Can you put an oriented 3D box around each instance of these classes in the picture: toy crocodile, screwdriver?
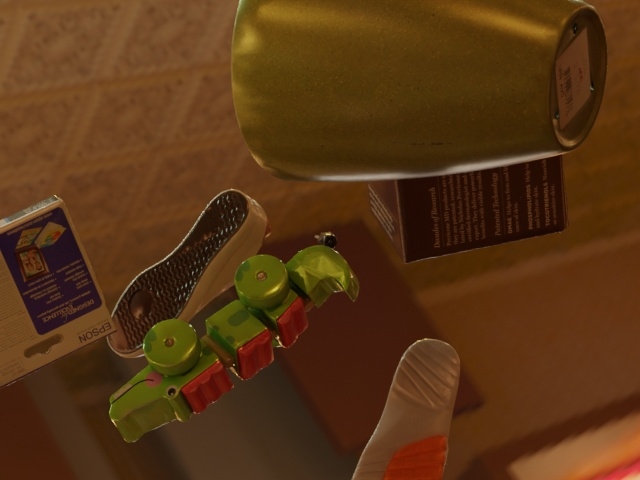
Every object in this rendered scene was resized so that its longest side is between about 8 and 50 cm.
[{"bbox_3d":[-0.104,0.123,2.042,0.340,0.105,0.115,-36,-33,-17],"label":"toy crocodile"},{"bbox_3d":[0.000,0.000,2.282,0.025,0.024,0.170,-36,6,-9],"label":"screwdriver"}]

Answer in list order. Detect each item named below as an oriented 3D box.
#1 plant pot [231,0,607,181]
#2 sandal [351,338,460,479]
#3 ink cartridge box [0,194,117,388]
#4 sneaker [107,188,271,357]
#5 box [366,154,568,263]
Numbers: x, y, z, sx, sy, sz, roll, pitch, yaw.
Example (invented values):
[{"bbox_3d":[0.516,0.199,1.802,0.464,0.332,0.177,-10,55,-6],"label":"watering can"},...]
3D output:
[{"bbox_3d":[0.111,-0.169,1.640,0.275,0.293,0.275,-29,-55,-53],"label":"plant pot"},{"bbox_3d":[0.112,0.247,2.064,0.076,0.102,0.265,80,-152,-58],"label":"sandal"},{"bbox_3d":[-0.402,0.074,2.294,0.206,0.045,0.208,-26,-67,-14],"label":"ink cartridge box"},{"bbox_3d":[-0.174,0.065,2.440,0.290,0.106,0.123,-46,-30,4],"label":"sneaker"},{"bbox_3d":[0.165,-0.096,2.026,0.203,0.168,0.167,-12,-64,-8],"label":"box"}]
